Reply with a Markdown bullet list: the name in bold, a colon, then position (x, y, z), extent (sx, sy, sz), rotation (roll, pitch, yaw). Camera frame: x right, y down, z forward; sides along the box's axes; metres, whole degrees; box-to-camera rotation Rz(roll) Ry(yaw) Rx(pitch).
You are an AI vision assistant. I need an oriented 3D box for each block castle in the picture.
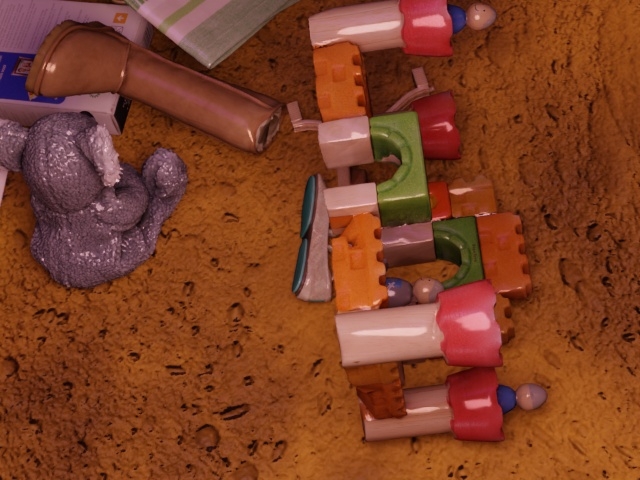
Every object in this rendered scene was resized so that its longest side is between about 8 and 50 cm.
- **block castle**: position (0.121, -0.023, 1.495), extent (0.212, 0.303, 0.453), rotation (-7, 60, 4)

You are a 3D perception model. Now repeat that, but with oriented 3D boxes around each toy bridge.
- **toy bridge**: position (0.055, -0.169, 1.749), extent (0.188, 0.026, 0.063), rotation (-15, 62, 0)

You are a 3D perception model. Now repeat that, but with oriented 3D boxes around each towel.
- **towel**: position (-0.199, -0.379, 1.816), extent (0.325, 0.038, 0.248), rotation (38, 50, 8)

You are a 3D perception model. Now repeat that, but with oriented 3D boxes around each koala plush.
- **koala plush**: position (-0.288, -0.071, 1.635), extent (0.196, 0.221, 0.203), rotation (10, 63, 14)

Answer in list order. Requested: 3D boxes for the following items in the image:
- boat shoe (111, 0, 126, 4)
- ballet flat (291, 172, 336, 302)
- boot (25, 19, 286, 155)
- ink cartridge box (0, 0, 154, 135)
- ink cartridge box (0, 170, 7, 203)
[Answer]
- **boat shoe**: position (-0.232, -0.384, 1.874), extent (0.064, 0.060, 0.178), rotation (19, 48, 24)
- **ballet flat**: position (0.000, 0.000, 1.654), extent (0.052, 0.057, 0.168), rotation (14, 64, -13)
- **boot**: position (-0.192, -0.181, 1.665), extent (0.269, 0.089, 0.236), rotation (25, 25, 6)
- **ink cartridge box**: position (-0.423, -0.245, 1.849), extent (0.371, 0.069, 0.176), rotation (8, 63, 11)
- **ink cartridge box**: position (-0.441, 0.017, 1.652), extent (0.078, 0.134, 0.231), rotation (14, 60, -17)
